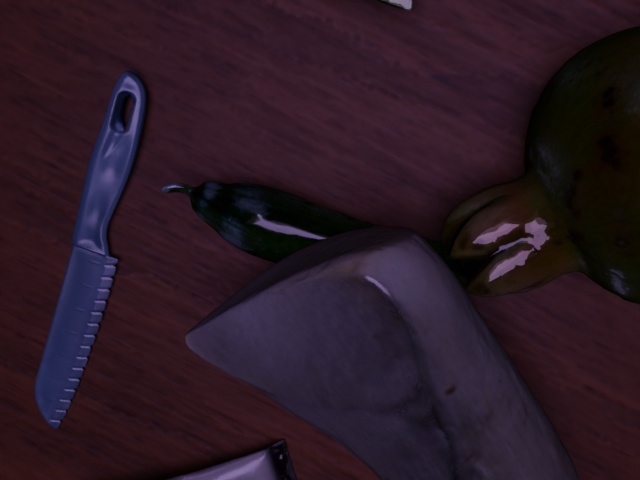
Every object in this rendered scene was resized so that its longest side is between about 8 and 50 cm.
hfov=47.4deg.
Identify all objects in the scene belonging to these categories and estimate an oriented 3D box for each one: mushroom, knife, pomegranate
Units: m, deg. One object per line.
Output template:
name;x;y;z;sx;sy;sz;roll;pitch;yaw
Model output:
mushroom;0.094;0.170;0.522;0.177;0.126;0.397;-28;105;31
knife;-0.188;0.016;0.597;0.044;0.019;0.313;20;103;-1
pomegranate;0.204;-0.047;0.474;0.241;0.159;0.190;5;99;8

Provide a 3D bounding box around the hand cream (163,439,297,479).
hand cream;-0.171;0.266;0.620;0.336;0.076;0.121;-15;104;2

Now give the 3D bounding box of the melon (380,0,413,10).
melon;0.087;-0.235;0.502;0.209;0.064;0.118;-36;100;13

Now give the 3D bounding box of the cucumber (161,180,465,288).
cucumber;0.000;0.000;0.555;0.250;0.056;0.056;18;101;1
